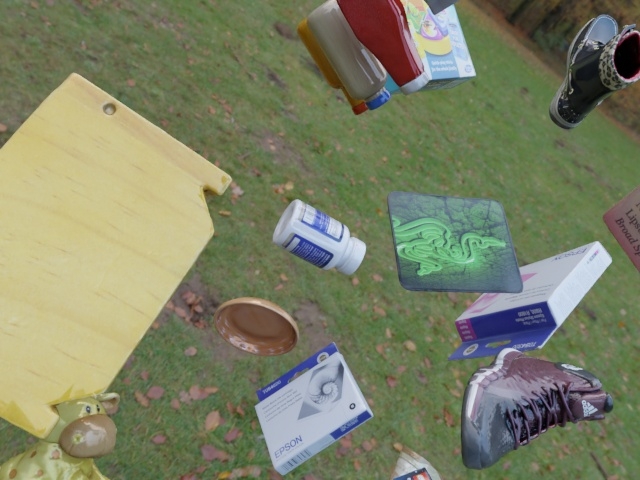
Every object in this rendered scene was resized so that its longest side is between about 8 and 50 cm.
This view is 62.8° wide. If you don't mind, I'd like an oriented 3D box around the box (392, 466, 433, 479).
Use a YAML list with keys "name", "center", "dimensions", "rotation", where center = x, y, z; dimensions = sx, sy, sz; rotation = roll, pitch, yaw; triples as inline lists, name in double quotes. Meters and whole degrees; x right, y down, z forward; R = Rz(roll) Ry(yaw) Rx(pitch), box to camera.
- name: "box"
  center: [0.142, 0.376, 0.524]
  dimensions: [0.044, 0.159, 0.233]
  rotation: [-15, 30, -13]

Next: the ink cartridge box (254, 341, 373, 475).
- name: "ink cartridge box"
  center: [-0.030, 0.339, 1.118]
  dimensions: [0.045, 0.223, 0.224]
  rotation: [56, 0, -39]

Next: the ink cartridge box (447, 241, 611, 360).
- name: "ink cartridge box"
  center: [0.479, 0.152, 1.266]
  dimensions: [0.330, 0.324, 0.071]
  rotation: [-35, 90, -29]

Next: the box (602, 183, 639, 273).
- name: "box"
  center: [0.341, -0.030, 0.338]
  dimensions: [0.126, 0.232, 0.149]
  rotation: [-5, 58, -26]

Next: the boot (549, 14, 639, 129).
- name: "boot"
  center: [0.500, -0.323, 0.906]
  dimensions: [0.085, 0.237, 0.178]
  rotation: [27, -12, -1]

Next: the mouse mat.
- name: "mouse mat"
  center: [0.189, 0.002, 0.736]
  dimensions: [0.189, 0.007, 0.153]
  rotation: [2, 63, -14]

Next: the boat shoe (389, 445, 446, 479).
- name: "boat shoe"
  center: [0.287, 0.675, 1.402]
  dimensions: [0.110, 0.121, 0.341]
  rotation: [-51, 121, -19]

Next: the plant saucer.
- name: "plant saucer"
  center: [-0.144, 0.194, 1.202]
  dimensions: [0.200, 0.200, 0.037]
  rotation: [32, 42, -15]

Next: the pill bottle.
- name: "pill bottle"
  center: [0.000, 0.000, 1.152]
  dimensions: [0.186, 0.112, 0.112]
  rotation: [29, 32, -16]

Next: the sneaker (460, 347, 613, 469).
- name: "sneaker"
  center: [0.297, 0.219, 0.703]
  dimensions: [0.281, 0.162, 0.107]
  rotation: [-21, 108, -55]

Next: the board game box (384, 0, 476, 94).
- name: "board game box"
  center: [0.192, -0.494, 1.131]
  dimensions: [0.253, 0.079, 0.336]
  rotation: [-20, 93, -42]

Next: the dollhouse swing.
- name: "dollhouse swing"
  center: [-0.344, 0.018, 0.704]
  dimensions: [0.315, 0.305, 0.347]
  rotation: [34, 71, -7]

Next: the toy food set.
- name: "toy food set"
  center: [0.081, -0.187, 0.440]
  dimensions: [0.105, 0.232, 0.111]
  rotation: [55, 37, -18]

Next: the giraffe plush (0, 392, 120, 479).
- name: "giraffe plush"
  center: [-0.356, 0.300, 0.750]
  dimensions: [0.210, 0.171, 0.181]
  rotation: [24, -6, 5]
